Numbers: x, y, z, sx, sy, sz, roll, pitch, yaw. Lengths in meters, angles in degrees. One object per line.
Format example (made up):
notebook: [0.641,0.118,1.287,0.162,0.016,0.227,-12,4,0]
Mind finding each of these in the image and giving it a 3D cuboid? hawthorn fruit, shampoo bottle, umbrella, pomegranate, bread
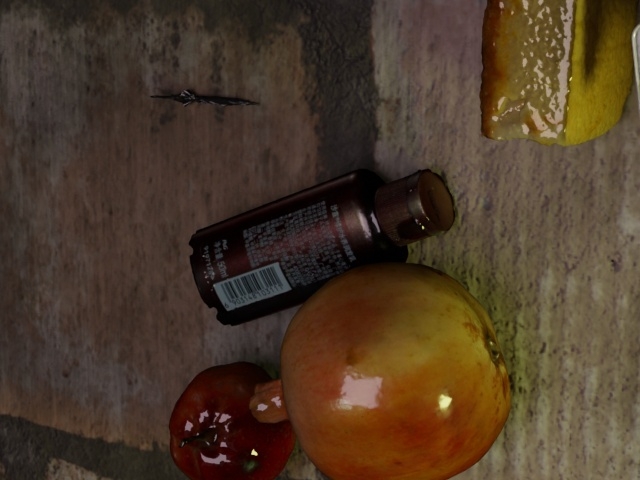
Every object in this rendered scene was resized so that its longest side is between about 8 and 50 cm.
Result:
hawthorn fruit: [-0.112,0.224,1.822,0.157,0.194,0.157,1,92,20]
shampoo bottle: [0.000,0.000,1.773,0.323,0.084,0.129,-21,89,33]
umbrella: [-0.138,-0.169,1.873,0.149,0.022,0.022,7,98,23]
pomegranate: [0.060,0.150,1.646,0.270,0.252,0.229,-18,61,14]
bread: [0.236,-0.238,1.512,0.114,0.185,0.274,12,106,27]

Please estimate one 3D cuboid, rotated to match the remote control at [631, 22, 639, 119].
remote control: [0.397,-0.151,1.351,0.250,0.034,0.103,0,105,30]
